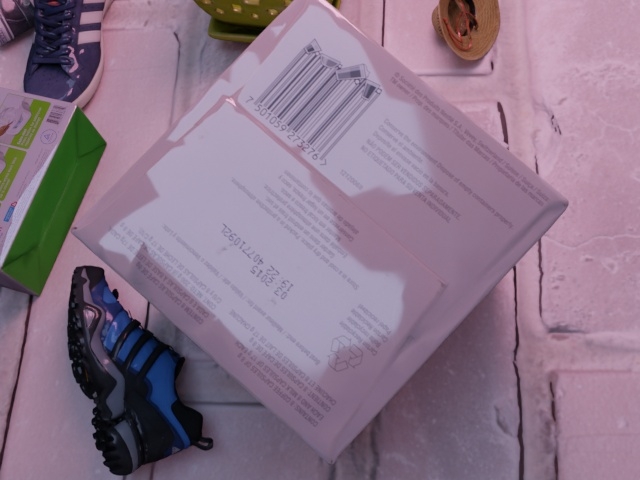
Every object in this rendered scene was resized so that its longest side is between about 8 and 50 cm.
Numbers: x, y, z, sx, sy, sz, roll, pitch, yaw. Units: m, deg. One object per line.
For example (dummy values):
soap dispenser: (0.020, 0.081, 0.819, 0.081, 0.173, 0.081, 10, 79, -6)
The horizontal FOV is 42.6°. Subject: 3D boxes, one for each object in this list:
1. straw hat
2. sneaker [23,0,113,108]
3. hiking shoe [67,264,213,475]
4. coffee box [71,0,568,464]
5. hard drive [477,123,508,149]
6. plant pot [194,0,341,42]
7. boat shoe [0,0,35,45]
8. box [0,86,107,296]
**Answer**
straw hat: (0.201, -0.336, 1.228, 0.061, 0.144, 0.144, -1, 60, 52)
sneaker: (-0.404, -0.362, 1.275, 0.131, 0.148, 0.350, 3, 69, 8)
hiking shoe: (-0.251, 0.160, 1.083, 0.132, 0.113, 0.304, -8, 56, -29)
coffee box: (0.000, 0.000, 0.929, 0.337, 0.334, 0.338, 42, 84, 6)
hard drive: (0.084, -0.144, 1.180, 0.307, 0.040, 0.203, 38, 77, 20)
plant pot: (-0.068, -0.417, 1.217, 0.227, 0.207, 0.228, 7, 65, 9)
boat shoe: (-0.564, -0.465, 1.340, 0.102, 0.108, 0.301, -33, 84, -15)
box: (-0.478, -0.082, 1.182, 0.231, 0.127, 0.262, 13, 70, 13)
